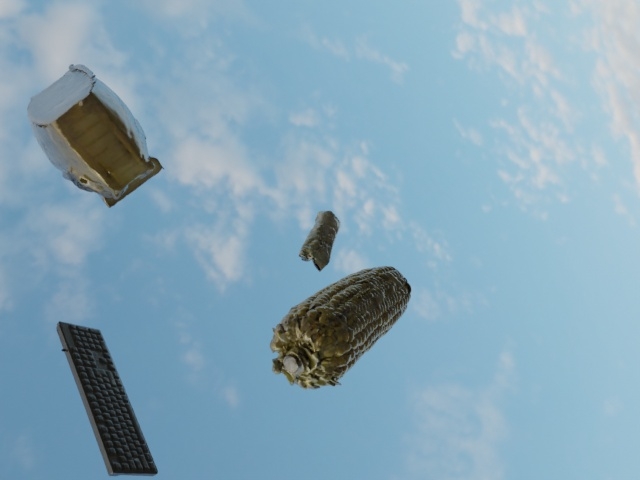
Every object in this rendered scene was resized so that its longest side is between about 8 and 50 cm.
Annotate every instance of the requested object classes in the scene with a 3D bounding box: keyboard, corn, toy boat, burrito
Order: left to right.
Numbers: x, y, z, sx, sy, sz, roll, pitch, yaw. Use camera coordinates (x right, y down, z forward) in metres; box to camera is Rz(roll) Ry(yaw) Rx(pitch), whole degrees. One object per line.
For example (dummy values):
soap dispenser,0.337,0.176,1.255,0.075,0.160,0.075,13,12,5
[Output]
toy boat,-0.217,-0.094,0.677,0.089,0.321,0.121,-38,-62,-11
keyboard,-0.359,0.255,1.156,0.101,0.018,0.310,25,-156,-51
burrito,0.001,-0.001,1.212,0.051,0.042,0.171,37,-146,-8
corn,0.036,0.106,0.967,0.115,0.115,0.318,61,-150,1
